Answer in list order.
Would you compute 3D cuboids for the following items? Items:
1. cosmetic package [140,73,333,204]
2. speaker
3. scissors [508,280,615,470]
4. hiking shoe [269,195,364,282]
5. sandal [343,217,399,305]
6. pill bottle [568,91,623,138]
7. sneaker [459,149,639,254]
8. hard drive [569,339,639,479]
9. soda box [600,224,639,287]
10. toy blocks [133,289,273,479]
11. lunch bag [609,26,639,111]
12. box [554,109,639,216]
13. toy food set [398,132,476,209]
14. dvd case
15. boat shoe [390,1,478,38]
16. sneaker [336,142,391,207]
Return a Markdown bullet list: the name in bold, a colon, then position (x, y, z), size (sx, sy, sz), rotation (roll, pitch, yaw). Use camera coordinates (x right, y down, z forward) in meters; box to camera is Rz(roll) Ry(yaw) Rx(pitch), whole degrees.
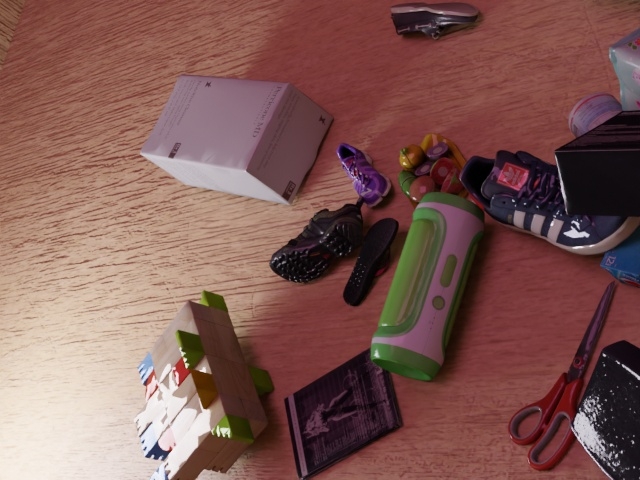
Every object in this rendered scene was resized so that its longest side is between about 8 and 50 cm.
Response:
- **cosmetic package**: position (-0.182, -0.219, 2.364), size (0.385, 0.156, 0.217), rotation (9, 70, 48)
- **speaker**: position (0.178, 0.075, 1.851), size (0.131, 0.131, 0.296), rotation (4, 68, 45)
- **scissors**: position (0.383, 0.202, 1.655), size (0.297, 0.021, 0.109), rotation (-54, 38, 1)
- **hiking shoe**: position (0.000, 0.000, 2.121), size (0.227, 0.086, 0.114), rotation (-27, 28, 34)
- **sandal**: position (0.097, 0.039, 2.027), size (0.179, 0.040, 0.067), rotation (-64, 34, 14)
- **pill bottle**: position (0.462, -0.156, 1.750), size (0.087, 0.087, 0.160), rotation (-42, 43, 16)
- **sneaker**: position (0.339, -0.072, 1.717), size (0.350, 0.148, 0.131), rotation (8, 67, 61)
- **hard drive**: position (0.432, 0.256, 1.481), size (0.254, 0.054, 0.172), rotation (49, 125, 57)
- **soda box**: position (0.498, -0.034, 1.652), size (0.071, 0.067, 0.210), rotation (18, 79, 49)
- **toy blocks**: position (-0.246, 0.309, 2.101), size (0.261, 0.191, 0.381), rotation (-51, 40, 24)
- **lunch bag**: position (0.598, -0.268, 1.634), size (0.262, 0.160, 0.223), rotation (-33, 36, -10)
- **box**: position (0.473, -0.105, 1.473), size (0.261, 0.103, 0.184), rotation (4, 27, 47)
- **toy food set**: position (0.196, -0.113, 1.993), size (0.128, 0.071, 0.218), rotation (-43, 43, 16)
- **dvd case**: position (0.035, 0.296, 1.931), size (0.221, 0.018, 0.164), rotation (-33, 47, 24)
- **boat shoe**: position (0.225, -0.429, 2.192), size (0.206, 0.075, 0.065), rotation (13, 118, 42)
- **sneaker**: position (0.073, -0.125, 2.121), size (0.068, 0.071, 0.170), rotation (-47, 42, 11)
